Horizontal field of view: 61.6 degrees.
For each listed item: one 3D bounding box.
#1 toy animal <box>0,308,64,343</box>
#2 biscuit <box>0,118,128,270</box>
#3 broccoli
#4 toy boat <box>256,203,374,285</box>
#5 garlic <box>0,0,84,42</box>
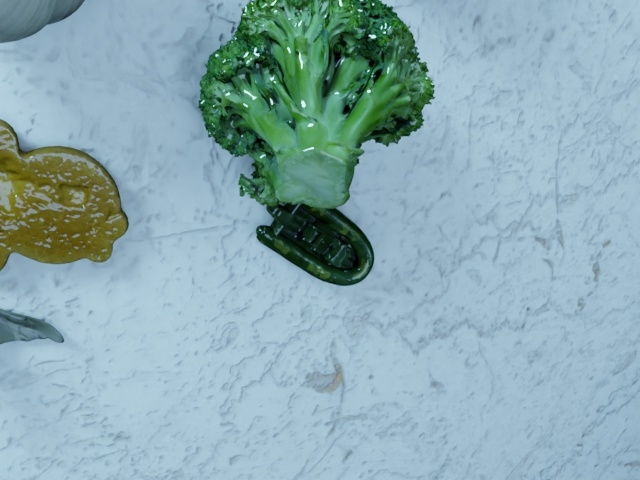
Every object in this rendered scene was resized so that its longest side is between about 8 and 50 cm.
[{"bbox_3d":[-0.415,0.107,0.609,0.219,0.095,0.155,-6,120,-25],"label":"toy animal"},{"bbox_3d":[-0.345,-0.044,0.606,0.249,0.035,0.184,4,112,-29],"label":"biscuit"},{"bbox_3d":[-0.003,-0.151,0.622,0.269,0.241,0.261,3,136,3],"label":"broccoli"},{"bbox_3d":[0.000,0.000,0.790,0.210,0.052,0.104,36,92,-34],"label":"toy boat"},{"bbox_3d":[-0.317,-0.298,0.432,0.253,0.245,0.244,14,110,7],"label":"garlic"}]
